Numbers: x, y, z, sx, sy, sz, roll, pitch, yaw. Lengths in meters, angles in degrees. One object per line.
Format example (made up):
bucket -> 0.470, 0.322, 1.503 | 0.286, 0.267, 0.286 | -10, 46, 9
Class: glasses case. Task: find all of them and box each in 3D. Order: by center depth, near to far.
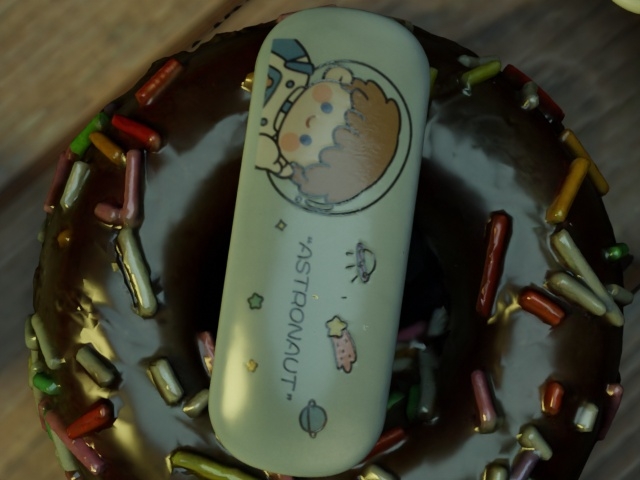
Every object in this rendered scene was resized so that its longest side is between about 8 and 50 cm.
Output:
glasses case -> 0.000, 0.000, 0.713 | 0.067, 0.045, 0.178 | 8, 85, -1

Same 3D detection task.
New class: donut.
donut -> 0.005, 0.029, 0.785 | 0.270, 0.103, 0.269 | 0, 87, -4

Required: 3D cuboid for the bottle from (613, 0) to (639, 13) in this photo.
bottle -> 0.190, -0.118, 0.795 | 0.147, 0.147, 0.236 | -39, 81, -6
